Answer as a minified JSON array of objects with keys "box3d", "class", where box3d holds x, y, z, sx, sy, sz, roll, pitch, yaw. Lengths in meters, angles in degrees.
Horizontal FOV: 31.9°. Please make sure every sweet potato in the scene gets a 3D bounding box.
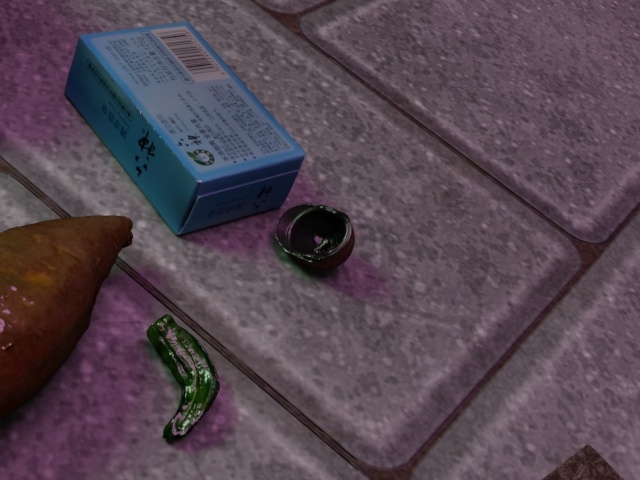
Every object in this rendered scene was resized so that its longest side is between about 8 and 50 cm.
[{"box3d":[-0.242,0.055,0.886,0.131,0.131,0.336,36,41,10],"class":"sweet potato"}]

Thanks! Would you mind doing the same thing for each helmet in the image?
[{"box3d":[-0.001,0.000,1.137,0.084,0.049,0.065,19,69,29],"class":"helmet"}]

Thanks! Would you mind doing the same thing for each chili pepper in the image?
[{"box3d":[-0.116,0.118,0.960,0.055,0.035,0.118,-4,57,-16],"class":"chili pepper"}]

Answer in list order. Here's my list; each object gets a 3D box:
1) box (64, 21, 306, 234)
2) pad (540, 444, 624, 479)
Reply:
[{"box3d":[-0.144,-0.123,1.166,0.142,0.083,0.232,-17,58,-41],"class":"box"},{"box3d":[0.285,0.300,1.007,0.158,0.003,0.235,-22,60,-43],"class":"pad"}]
